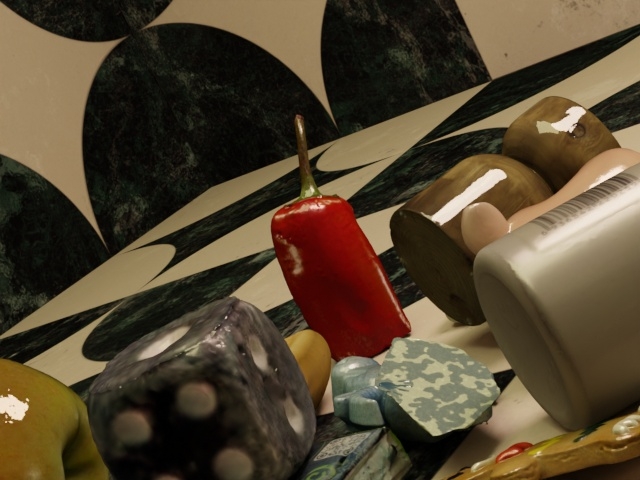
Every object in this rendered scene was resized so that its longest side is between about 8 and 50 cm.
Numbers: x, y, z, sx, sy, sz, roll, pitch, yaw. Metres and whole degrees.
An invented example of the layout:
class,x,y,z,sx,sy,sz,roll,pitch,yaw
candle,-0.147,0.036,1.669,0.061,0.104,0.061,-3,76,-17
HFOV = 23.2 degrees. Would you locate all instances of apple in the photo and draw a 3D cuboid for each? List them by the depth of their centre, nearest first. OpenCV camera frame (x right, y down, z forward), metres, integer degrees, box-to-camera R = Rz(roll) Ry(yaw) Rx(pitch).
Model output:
class,x,y,z,sx,sy,sz,roll,pitch,yaw
apple,-0.397,0.298,1.788,0.305,0.339,0.338,-7,10,-4

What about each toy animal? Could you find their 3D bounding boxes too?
class,x,y,z,sx,sy,sz,roll,pitch,yaw
toy animal,0.310,0.005,1.803,0.256,0.195,0.213,-40,-27,-14

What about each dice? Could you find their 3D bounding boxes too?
class,x,y,z,sx,sy,sz,roll,pitch,yaw
dice,-0.121,0.179,1.626,0.182,0.183,0.181,-24,13,20

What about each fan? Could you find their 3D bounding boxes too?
class,x,y,z,sx,sy,sz,roll,pitch,yaw
fan,0.123,0.153,1.666,0.131,0.009,0.240,-5,21,-5

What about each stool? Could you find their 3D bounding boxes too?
class,x,y,z,sx,sy,sz,roll,pitch,yaw
stool,0.240,-0.037,1.954,0.264,0.179,0.179,-37,14,-20

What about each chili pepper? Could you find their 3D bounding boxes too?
class,x,y,z,sx,sy,sz,roll,pitch,yaw
chili pepper,-0.001,0.001,2.160,0.131,0.338,0.134,-26,8,-13

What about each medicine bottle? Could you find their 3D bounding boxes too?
class,x,y,z,sx,sy,sz,roll,pitch,yaw
medicine bottle,0.346,0.026,1.569,0.339,0.208,0.208,-28,11,-10

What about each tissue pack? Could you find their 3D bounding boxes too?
class,x,y,z,sx,sy,sz,roll,pitch,yaw
tissue pack,-0.040,0.280,1.640,0.235,0.073,0.173,-20,12,32

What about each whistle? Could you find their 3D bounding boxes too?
class,x,y,z,sx,sy,sz,roll,pitch,yaw
whistle,0.092,0.179,1.745,0.180,0.093,0.269,-9,3,-34

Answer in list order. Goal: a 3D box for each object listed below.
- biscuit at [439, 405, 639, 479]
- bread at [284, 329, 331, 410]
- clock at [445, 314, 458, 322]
class,x,y,z,sx,sy,sz,roll,pitch,yaw
biscuit,0.208,0.200,1.446,0.240,0.035,0.158,-20,-5,21
bread,-0.058,0.199,1.996,0.147,0.098,0.217,-23,9,24
clock,0.260,0.044,2.079,0.191,0.062,0.151,-15,16,44
